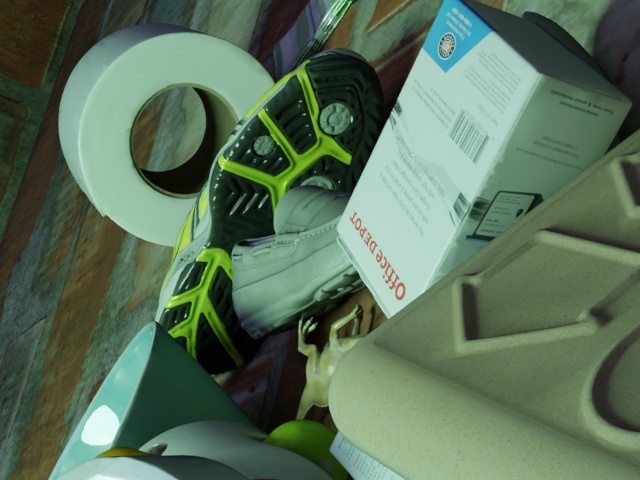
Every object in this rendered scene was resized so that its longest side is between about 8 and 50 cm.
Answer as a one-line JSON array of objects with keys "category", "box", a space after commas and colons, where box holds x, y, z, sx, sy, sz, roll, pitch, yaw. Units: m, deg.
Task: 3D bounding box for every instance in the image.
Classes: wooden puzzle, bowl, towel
[{"category": "wooden puzzle", "box": [0.202, 0.027, 0.694, 0.348, 0.080, 0.322, -41, 22, -14]}, {"category": "bowl", "box": [-0.157, 0.247, 1.264, 0.311, 0.163, 0.311, -56, 12, 18]}, {"category": "towel", "box": [-0.012, -0.264, 1.676, 0.152, 0.023, 0.113, -54, 26, 28]}]

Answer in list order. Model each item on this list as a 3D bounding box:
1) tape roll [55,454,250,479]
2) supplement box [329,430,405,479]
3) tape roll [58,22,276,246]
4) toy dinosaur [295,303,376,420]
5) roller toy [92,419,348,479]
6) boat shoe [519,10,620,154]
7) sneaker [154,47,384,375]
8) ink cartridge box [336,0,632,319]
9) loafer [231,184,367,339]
[{"category": "tape roll", "box": [-0.114, 0.253, 0.924, 0.219, 0.072, 0.219, -6, 80, 33]}, {"category": "supplement box", "box": [0.106, 0.142, 0.874, 0.114, 0.111, 0.220, -65, 22, 3]}, {"category": "tape roll", "box": [-0.174, -0.127, 1.614, 0.246, 0.246, 0.169, -65, 21, 4]}, {"category": "toy dinosaur", "box": [0.003, 0.115, 1.218, 0.183, 0.053, 0.092, -52, 27, 31]}, {"category": "roller toy", "box": [-0.077, 0.242, 1.080, 0.146, 0.209, 0.191, -168, 68, -68]}, {"category": "boat shoe", "box": [0.160, -0.063, 0.979, 0.084, 0.095, 0.258, -46, 28, 33]}, {"category": "sneaker", "box": [-0.071, -0.045, 1.432, 0.384, 0.145, 0.147, -56, 24, 22]}, {"category": "ink cartridge box", "box": [0.099, -0.046, 0.911, 0.190, 0.082, 0.139, -66, 29, 22]}, {"category": "loafer", "box": [0.000, 0.000, 1.235, 0.319, 0.112, 0.111, -33, 76, 54]}]
